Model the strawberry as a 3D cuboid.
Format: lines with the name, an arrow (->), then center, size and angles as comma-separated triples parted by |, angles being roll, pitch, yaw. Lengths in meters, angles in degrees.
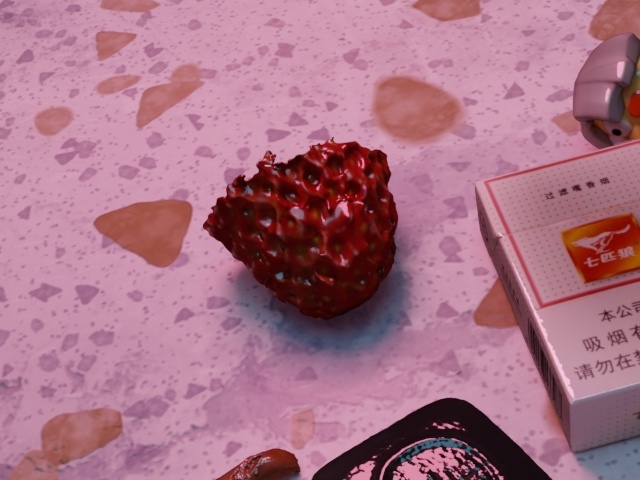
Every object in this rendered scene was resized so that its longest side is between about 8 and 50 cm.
strawberry -> 0.000, 0.000, 1.412 | 0.233, 0.234, 0.178 | -21, 76, -8

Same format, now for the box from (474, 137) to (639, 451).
box -> 0.309, 0.046, 1.324 | 0.210, 0.095, 0.330 | -14, 44, -1

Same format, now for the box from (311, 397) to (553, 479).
box -> 0.114, 0.253, 1.204 | 0.201, 0.042, 0.212 | -30, 48, -18

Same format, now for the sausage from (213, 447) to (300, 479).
sausage -> -0.092, 0.254, 1.256 | 0.158, 0.042, 0.036 | -28, 10, -17

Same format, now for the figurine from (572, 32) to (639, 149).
figurine -> 0.418, -0.162, 1.453 | 0.236, 0.176, 0.133 | 5, 66, 26
